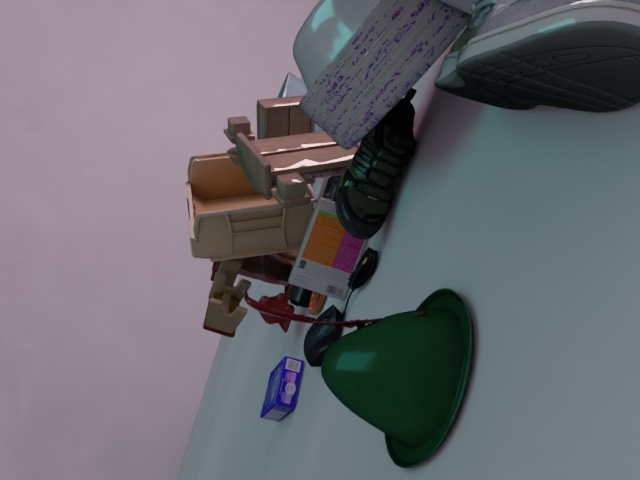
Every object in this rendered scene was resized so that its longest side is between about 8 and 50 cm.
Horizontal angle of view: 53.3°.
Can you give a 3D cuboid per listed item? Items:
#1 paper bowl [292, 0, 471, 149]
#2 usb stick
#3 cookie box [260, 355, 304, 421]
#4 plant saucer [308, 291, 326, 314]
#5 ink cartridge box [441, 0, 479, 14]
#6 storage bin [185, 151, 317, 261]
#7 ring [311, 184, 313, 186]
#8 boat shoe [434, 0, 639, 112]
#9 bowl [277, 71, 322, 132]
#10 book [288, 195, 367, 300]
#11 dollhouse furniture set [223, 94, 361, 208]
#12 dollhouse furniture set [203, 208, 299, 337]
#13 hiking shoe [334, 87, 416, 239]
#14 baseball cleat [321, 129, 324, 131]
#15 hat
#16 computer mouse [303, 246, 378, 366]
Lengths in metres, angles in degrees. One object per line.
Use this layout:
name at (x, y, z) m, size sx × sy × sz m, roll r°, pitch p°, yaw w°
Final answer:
paper bowl at (0.077, -0.266, 0.811) m, size 0.284 × 0.148 × 0.284 m, roll -47°, pitch 5°, yaw 5°
usb stick at (0.000, 0.000, 1.265) m, size 0.077 × 0.045 × 0.278 m, roll -178°, pitch 107°, yaw -80°
cookie box at (-0.071, 0.273, 1.166) m, size 0.107 × 0.040 × 0.092 m, roll 125°, pitch 160°, yaw -56°
plant saucer at (-0.001, 0.099, 1.185) m, size 0.083 × 0.013 × 0.084 m, roll -161°, pitch 90°, yaw -79°
ink cartridge box at (0.114, -0.381, 0.624) m, size 0.131 × 0.306 × 0.226 m, roll 146°, pitch 141°, yaw -73°
storage bin at (-0.160, -0.087, 1.388) m, size 0.262 × 0.260 × 0.123 m, roll -112°, pitch 18°, yaw -54°
ring at (-0.075, -0.087, 1.702) m, size 0.337 × 0.032 × 0.336 m, roll -60°, pitch 4°, yaw 7°
boat shoe at (0.169, -0.162, 0.497) m, size 0.320 × 0.118 × 0.103 m, roll -93°, pitch 19°, yaw -81°
bowl at (-0.072, -0.315, 1.861) m, size 0.311 × 0.163 × 0.312 m, roll -162°, pitch 90°, yaw -80°
book at (0.018, 0.014, 1.009) m, size 0.035 × 0.096 × 0.144 m, roll -125°, pitch 55°, yaw -77°
dollhouse furniture set at (0.008, -0.115, 1.127) m, size 0.355 × 0.303 × 0.174 m, roll -129°, pitch 34°, yaw -50°
dollhouse furniture set at (-0.143, 0.101, 1.410) m, size 0.374 × 0.201 × 0.152 m, roll -90°, pitch 21°, yaw -56°
hiking shoe at (0.083, -0.114, 0.922) m, size 0.114 × 0.086 × 0.227 m, roll 125°, pitch 162°, yaw -67°
baseball cleat at (0.039, -0.254, 1.495) m, size 0.206 × 0.072 × 0.110 m, roll 112°, pitch 156°, yaw -44°
hat at (0.015, 0.109, 0.611) m, size 0.208 × 0.183 × 0.173 m, roll 125°, pitch 160°, yaw -57°
computer mouse at (0.024, 0.103, 0.976) m, size 0.071 × 0.041 × 0.242 m, roll -87°, pitch 19°, yaw -58°
